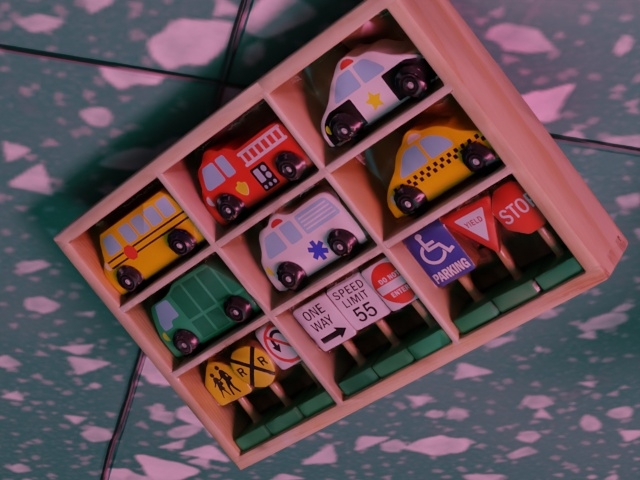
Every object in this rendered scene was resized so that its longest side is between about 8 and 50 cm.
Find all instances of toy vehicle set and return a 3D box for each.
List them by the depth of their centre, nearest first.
[{"bbox_3d":[0.000,0.000,0.807,0.267,0.035,0.166,-33,100,39],"label":"toy vehicle set"}]
